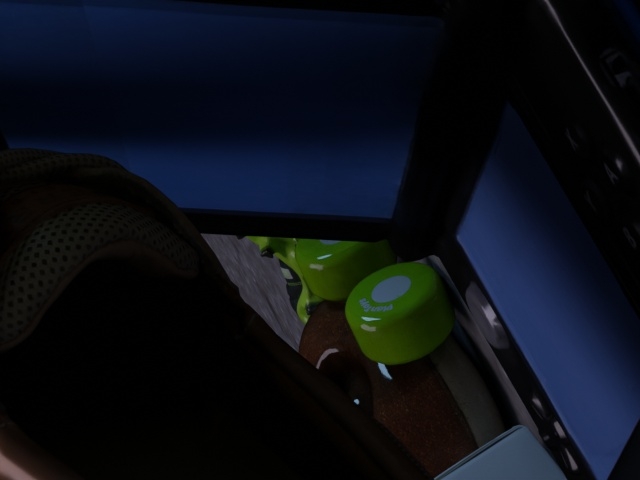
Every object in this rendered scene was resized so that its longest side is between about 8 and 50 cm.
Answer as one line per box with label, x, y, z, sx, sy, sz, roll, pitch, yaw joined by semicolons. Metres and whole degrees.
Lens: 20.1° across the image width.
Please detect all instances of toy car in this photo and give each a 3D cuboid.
toy car;-0.010;0.104;0.934;0.155;0.188;0.149;65;171;-29

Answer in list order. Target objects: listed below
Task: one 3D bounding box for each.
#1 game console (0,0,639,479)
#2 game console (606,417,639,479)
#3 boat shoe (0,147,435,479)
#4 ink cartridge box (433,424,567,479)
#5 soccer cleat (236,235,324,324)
game console;0.009;0.023;0.564;0.250;0.173;0.293;61;173;11
game console;0.146;0.218;0.370;0.342;0.060;0.386;58;153;30
boat shoe;-0.071;0.030;0.489;0.324;0.122;0.120;39;133;23
ink cartridge box;0.112;0.191;0.867;0.127;0.072;0.175;52;168;34
soccer cleat;0.000;0.000;1.029;0.179;0.060;0.072;55;-146;-51
